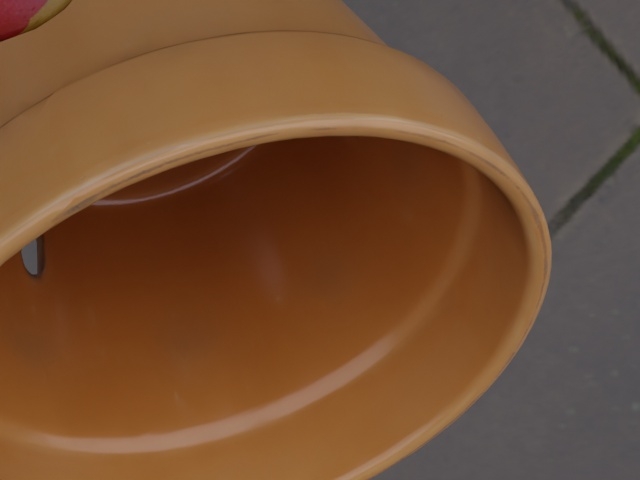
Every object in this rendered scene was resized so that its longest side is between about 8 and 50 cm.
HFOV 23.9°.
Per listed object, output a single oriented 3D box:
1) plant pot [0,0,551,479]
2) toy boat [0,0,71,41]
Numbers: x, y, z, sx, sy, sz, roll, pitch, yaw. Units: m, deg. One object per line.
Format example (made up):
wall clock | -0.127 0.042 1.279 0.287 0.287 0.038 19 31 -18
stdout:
plant pot | -0.064 -0.019 0.706 0.291 0.291 0.203 -8 52 -19
toy boat | -0.117 -0.189 0.305 0.267 0.148 0.318 -34 104 -43
